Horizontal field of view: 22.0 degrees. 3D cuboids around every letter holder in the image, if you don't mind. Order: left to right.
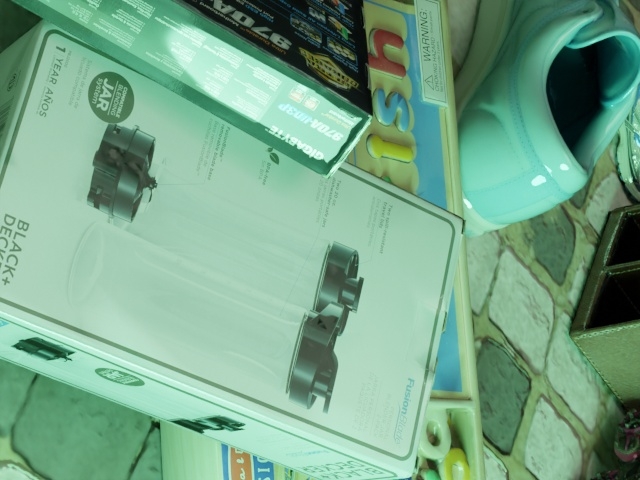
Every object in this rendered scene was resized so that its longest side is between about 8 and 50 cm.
[{"bbox_3d":[0.391,0.107,1.398,0.302,0.214,0.152,50,47,-28],"label":"letter holder"}]

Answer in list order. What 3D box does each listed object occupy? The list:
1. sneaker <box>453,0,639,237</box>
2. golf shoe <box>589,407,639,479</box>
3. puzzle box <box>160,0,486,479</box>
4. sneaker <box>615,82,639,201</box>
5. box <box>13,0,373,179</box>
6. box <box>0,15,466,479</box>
[{"bbox_3d":[0.206,-0.150,1.308,0.135,0.150,0.366,47,48,-31],"label":"sneaker"},{"bbox_3d":[0.251,0.216,1.319,0.186,0.067,0.086,-44,126,-39],"label":"golf shoe"},{"bbox_3d":[0.000,0.000,1.104,0.272,0.052,0.409,8,74,-47],"label":"puzzle box"},{"bbox_3d":[0.294,-0.089,1.463,0.052,0.058,0.135,-31,104,-49],"label":"sneaker"},{"bbox_3d":[-0.074,-0.145,0.937,0.220,0.051,0.175,28,28,-19],"label":"box"},{"bbox_3d":[-0.067,0.017,0.931,0.290,0.087,0.169,23,66,-26],"label":"box"}]
